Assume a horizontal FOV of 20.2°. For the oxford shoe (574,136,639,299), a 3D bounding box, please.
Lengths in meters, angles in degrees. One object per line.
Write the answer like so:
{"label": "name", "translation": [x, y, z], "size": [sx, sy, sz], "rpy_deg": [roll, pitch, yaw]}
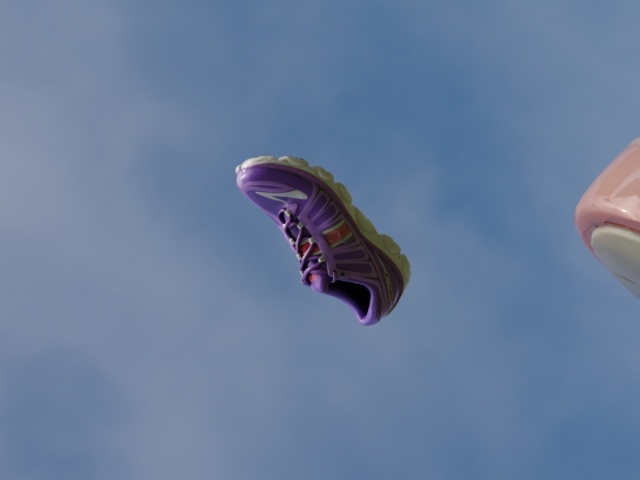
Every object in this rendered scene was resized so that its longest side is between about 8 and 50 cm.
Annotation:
{"label": "oxford shoe", "translation": [0.290, 0.041, 0.618], "size": [0.397, 0.140, 0.146], "rpy_deg": [33, -100, -4]}

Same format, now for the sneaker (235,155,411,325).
{"label": "sneaker", "translation": [0.000, 0.000, 1.383], "size": [0.170, 0.068, 0.071], "rpy_deg": [42, -124, -16]}
